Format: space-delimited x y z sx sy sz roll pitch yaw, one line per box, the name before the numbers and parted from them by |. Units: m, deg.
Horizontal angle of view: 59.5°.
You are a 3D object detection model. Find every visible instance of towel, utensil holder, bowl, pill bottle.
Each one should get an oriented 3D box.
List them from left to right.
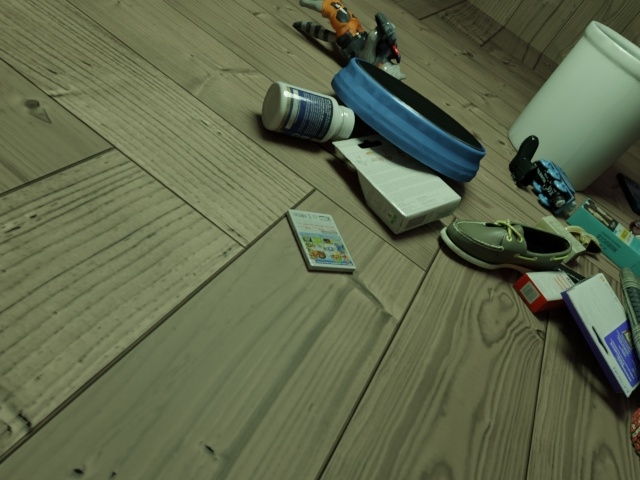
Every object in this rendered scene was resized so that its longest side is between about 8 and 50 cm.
pill bottle | -0.022 -0.245 1.099 0.169 0.094 0.094 8 43 -29
bowl | 0.206 -0.279 1.265 0.391 0.077 0.391 29 24 -14
utensil holder | 0.803 -0.387 1.663 0.327 0.385 0.328 21 39 -17
towel | 0.712 0.244 1.115 0.324 0.056 0.312 44 32 -8

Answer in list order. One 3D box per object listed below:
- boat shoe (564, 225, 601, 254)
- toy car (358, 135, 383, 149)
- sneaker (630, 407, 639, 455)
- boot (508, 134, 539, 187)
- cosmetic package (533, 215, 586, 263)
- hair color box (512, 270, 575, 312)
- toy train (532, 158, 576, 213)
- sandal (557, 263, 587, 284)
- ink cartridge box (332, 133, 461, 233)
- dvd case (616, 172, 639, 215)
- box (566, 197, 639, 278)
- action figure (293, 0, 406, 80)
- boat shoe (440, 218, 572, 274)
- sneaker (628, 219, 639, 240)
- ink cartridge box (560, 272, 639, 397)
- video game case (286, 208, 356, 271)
boat shoe | 0.642 0.002 1.375 0.135 0.050 0.045 14 35 -26
toy car | 0.126 -0.167 1.194 0.122 0.060 0.040 59 -4 6
sneaker | 0.589 0.370 0.898 0.092 0.088 0.225 28 31 -45
boot | 0.555 -0.210 1.496 0.045 0.121 0.099 20 32 -15
cosmetic package | 0.565 -0.003 1.327 0.060 0.041 0.115 -9 53 -43
hair color box | 0.458 0.101 1.122 0.141 0.043 0.072 0 48 -37
toy train | 0.633 -0.147 1.518 0.105 0.080 0.184 22 37 -26
sandal | 0.557 0.099 1.214 0.179 0.040 0.067 39 28 31
ink cartridge box | 0.145 -0.121 1.116 0.181 0.056 0.225 -18 54 -39
dvd case | 1.120 -0.128 1.923 0.180 0.022 0.253 28 36 -7
box | 0.772 -0.001 1.470 0.244 0.060 0.100 45 37 14
action figure | 0.102 -0.533 1.529 0.330 0.178 0.341 48 10 8
boat shoe | 0.379 0.003 1.132 0.304 0.091 0.109 13 41 -27
sneaker | 0.924 0.032 1.535 0.162 0.106 0.281 22 27 -7
ink cartridge box | 0.537 0.174 1.058 0.208 0.045 0.206 -10 70 -47
video game case | 0.000 0.000 0.907 0.087 0.011 0.122 6 44 -34
